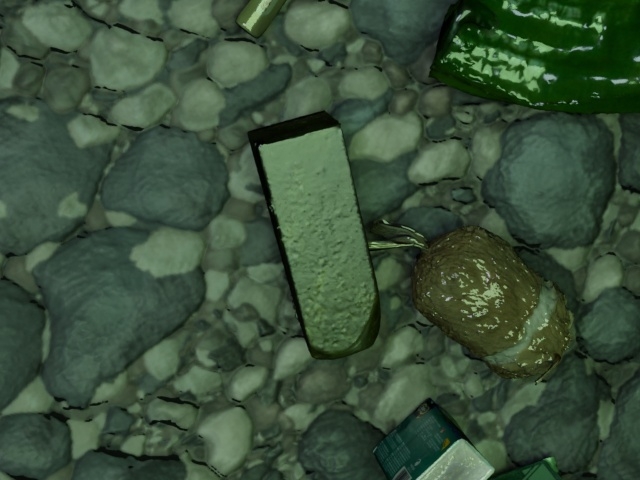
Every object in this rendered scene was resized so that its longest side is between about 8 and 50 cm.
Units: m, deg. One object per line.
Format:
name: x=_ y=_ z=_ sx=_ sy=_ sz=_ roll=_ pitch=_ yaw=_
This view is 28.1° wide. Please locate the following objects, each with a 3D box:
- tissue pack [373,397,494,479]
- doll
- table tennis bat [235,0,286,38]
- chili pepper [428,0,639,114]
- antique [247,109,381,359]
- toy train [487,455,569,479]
tissue pack: x=0.113 y=0.219 z=1.226 sx=0.085 sy=0.111 sz=0.079 roll=-44 pitch=107 yaw=1
doll: x=0.145 y=0.043 z=1.202 sx=0.221 sy=0.115 sz=0.105 roll=42 pitch=102 yaw=-9
table tennis bat: x=0.003 y=-0.281 z=1.147 sx=0.131 sy=0.022 sz=0.234 roll=35 pitch=92 yaw=-16
chili pepper: x=0.289 y=-0.213 z=1.145 sx=0.385 sy=0.167 sz=0.213 roll=0 pitch=87 yaw=2
antique: x=0.000 y=0.000 z=1.175 sx=0.080 sy=0.081 sz=0.221 roll=-16 pitch=105 yaw=-5
toy train: x=0.152 y=0.318 z=1.232 sx=0.269 sy=0.154 sz=0.115 roll=-19 pitch=104 yaw=-6
